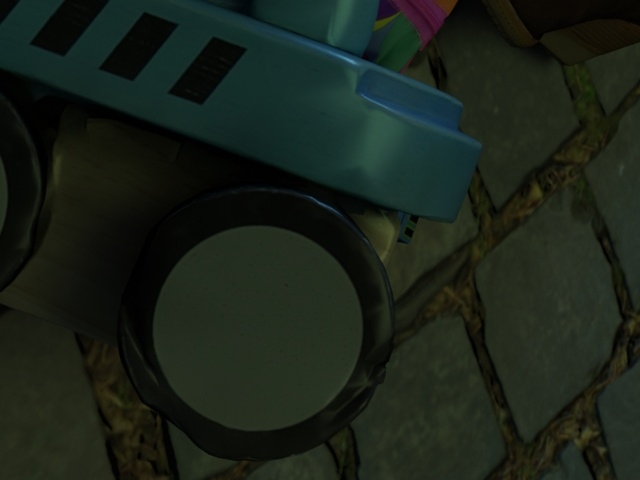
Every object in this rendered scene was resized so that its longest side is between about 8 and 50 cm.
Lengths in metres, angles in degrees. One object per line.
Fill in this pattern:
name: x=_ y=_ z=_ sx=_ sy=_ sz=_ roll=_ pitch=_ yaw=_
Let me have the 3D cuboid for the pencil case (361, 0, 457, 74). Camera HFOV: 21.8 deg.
pencil case: x=-0.014 y=-0.187 z=0.922 sx=0.236 sy=0.104 sz=0.104 roll=41 pitch=70 yaw=-42

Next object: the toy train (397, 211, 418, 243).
toy train: x=0.000 y=0.000 z=0.987 sx=0.105 sy=0.080 sz=0.184 roll=30 pitch=77 yaw=-49

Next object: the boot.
boot: x=0.201 y=-0.201 z=1.041 sx=0.248 sy=0.207 sz=0.090 roll=14 pitch=47 yaw=-63

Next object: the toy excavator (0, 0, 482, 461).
toy excavator: x=-0.106 y=-0.186 z=0.710 sx=0.433 sy=0.222 sz=0.445 roll=21 pitch=93 yaw=-3
